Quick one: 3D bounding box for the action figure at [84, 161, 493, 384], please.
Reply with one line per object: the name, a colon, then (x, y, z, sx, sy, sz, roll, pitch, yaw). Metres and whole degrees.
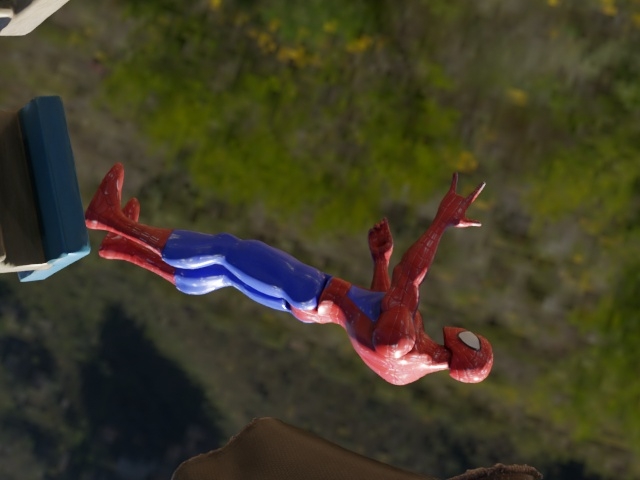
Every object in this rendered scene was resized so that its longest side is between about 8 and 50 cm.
action figure: (0.000, 0.000, 1.311, 0.280, 0.139, 0.091, 26, 164, 15)

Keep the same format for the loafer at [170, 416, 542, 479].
loafer: (-0.027, 0.153, 1.027, 0.134, 0.130, 0.366, 4, 163, -44)

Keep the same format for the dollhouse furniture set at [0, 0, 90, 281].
dollhouse furniture set: (-0.111, -0.047, 0.549, 0.129, 0.184, 0.129, -6, 169, -33)
